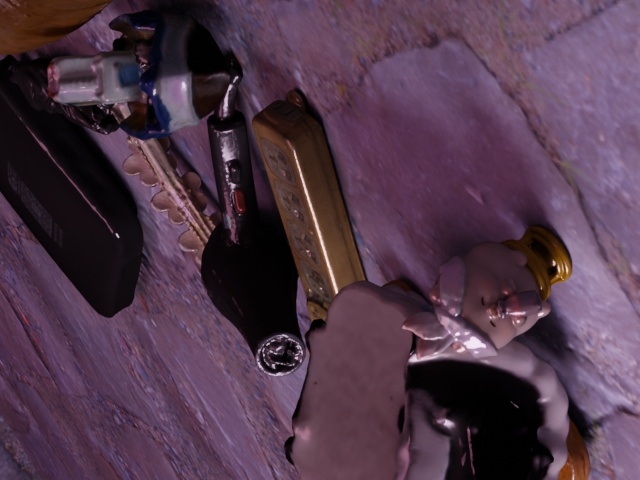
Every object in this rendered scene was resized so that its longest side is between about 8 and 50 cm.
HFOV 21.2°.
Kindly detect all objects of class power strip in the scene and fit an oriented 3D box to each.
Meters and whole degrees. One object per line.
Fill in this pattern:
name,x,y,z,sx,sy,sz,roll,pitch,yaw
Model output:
power strip,0.000,0.000,1.505,0.064,0.044,0.305,33,150,44

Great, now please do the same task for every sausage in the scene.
sausage,-0.239,-0.251,1.526,0.501,0.136,0.123,-12,99,69

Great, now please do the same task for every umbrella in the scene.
umbrella,-0.283,-0.163,1.864,0.235,0.059,0.066,21,123,55

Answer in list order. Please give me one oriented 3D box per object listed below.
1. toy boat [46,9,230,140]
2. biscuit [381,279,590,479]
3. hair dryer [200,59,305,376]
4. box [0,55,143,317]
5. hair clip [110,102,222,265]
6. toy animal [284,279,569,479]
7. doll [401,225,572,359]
toy boat,-0.168,-0.145,1.516,0.262,0.115,0.114,-168,70,-65
biscuit,0.135,0.135,1.414,0.250,0.036,0.165,29,135,48
hair dryer,-0.073,-0.029,1.533,0.235,0.091,0.272,-115,12,-61
box,-0.316,-0.059,2.072,0.289,0.073,0.290,50,159,12
hair clip,-0.149,-0.052,1.736,0.214,0.062,0.056,57,171,0
toy animal,0.080,0.140,1.312,0.204,0.156,0.208,23,106,54
doll,0.119,0.043,1.185,0.084,0.127,0.073,18,137,58
